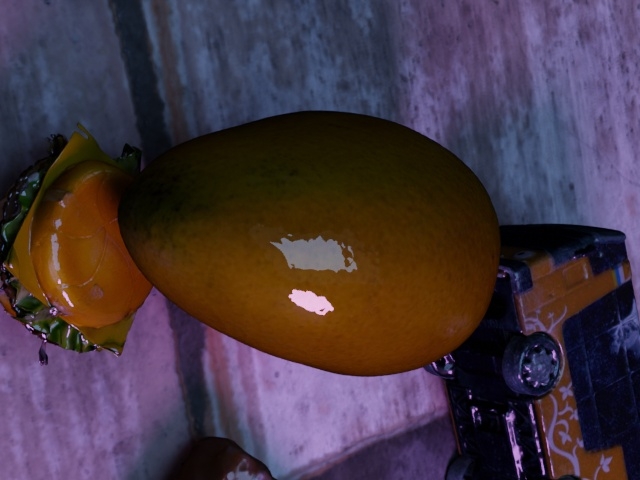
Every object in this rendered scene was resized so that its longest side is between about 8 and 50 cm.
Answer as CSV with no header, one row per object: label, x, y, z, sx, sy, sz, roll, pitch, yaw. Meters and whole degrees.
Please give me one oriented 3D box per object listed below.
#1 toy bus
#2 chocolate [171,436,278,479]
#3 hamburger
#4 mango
toy bus,0.228,0.148,1.413,0.194,0.162,0.323,-21,105,-33
chocolate,-0.064,0.292,1.258,0.214,0.093,0.148,47,69,-27
hamburger,-0.202,0.001,1.142,0.189,0.093,0.164,-57,131,-33
mango,0.000,0.000,1.166,0.378,0.264,0.221,6,109,-51
